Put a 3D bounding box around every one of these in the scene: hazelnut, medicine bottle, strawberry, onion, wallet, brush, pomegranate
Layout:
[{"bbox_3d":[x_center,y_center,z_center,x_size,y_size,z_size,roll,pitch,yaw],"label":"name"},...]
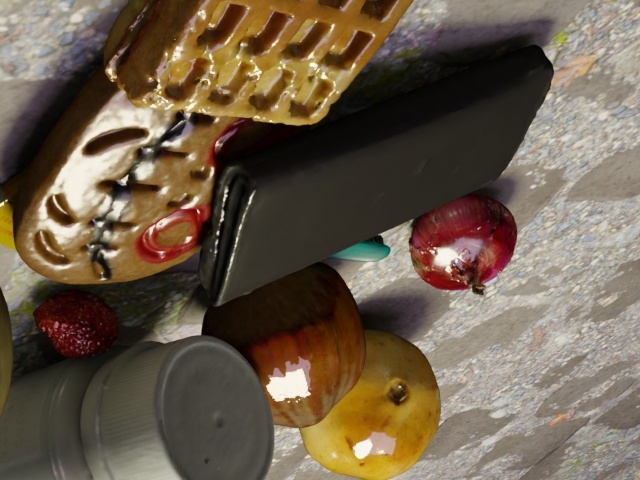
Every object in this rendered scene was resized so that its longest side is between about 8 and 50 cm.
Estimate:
[{"bbox_3d":[-0.040,0.130,1.691,0.210,0.210,0.186,-17,157,-14],"label":"hazelnut"},{"bbox_3d":[-0.231,0.244,1.610,0.306,0.245,0.245,-21,159,35],"label":"medicine bottle"},{"bbox_3d":[-0.281,0.095,1.556,0.083,0.083,0.096,-39,147,26],"label":"strawberry"},{"bbox_3d":[0.193,0.024,1.750,0.150,0.140,0.150,-13,135,-13],"label":"onion"},{"bbox_3d":[0.060,-0.074,1.469,0.406,0.062,0.228,-23,155,-28],"label":"wallet"},{"bbox_3d":[0.000,0.000,1.676,0.193,0.032,0.043,7,145,-28],"label":"brush"},{"bbox_3d":[0.067,0.235,1.947,0.233,0.233,0.233,-19,153,-10],"label":"pomegranate"}]

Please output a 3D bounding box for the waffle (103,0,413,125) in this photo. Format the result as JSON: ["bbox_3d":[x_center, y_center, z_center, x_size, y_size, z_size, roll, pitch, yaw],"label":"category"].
[{"bbox_3d":[-0.015,-0.235,1.102,0.224,0.098,0.328,7,129,-42],"label":"waffle"}]

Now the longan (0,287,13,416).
[{"bbox_3d":[-0.452,0.107,1.183,0.360,0.361,0.361,-19,153,-10],"label":"longan"}]

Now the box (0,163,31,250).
[{"bbox_3d":[-0.275,-0.047,1.364,0.155,0.023,0.087,-33,150,16],"label":"box"}]

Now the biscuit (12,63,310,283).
[{"bbox_3d":[-0.131,-0.079,1.350,0.314,0.063,0.367,4,136,-45],"label":"biscuit"}]
